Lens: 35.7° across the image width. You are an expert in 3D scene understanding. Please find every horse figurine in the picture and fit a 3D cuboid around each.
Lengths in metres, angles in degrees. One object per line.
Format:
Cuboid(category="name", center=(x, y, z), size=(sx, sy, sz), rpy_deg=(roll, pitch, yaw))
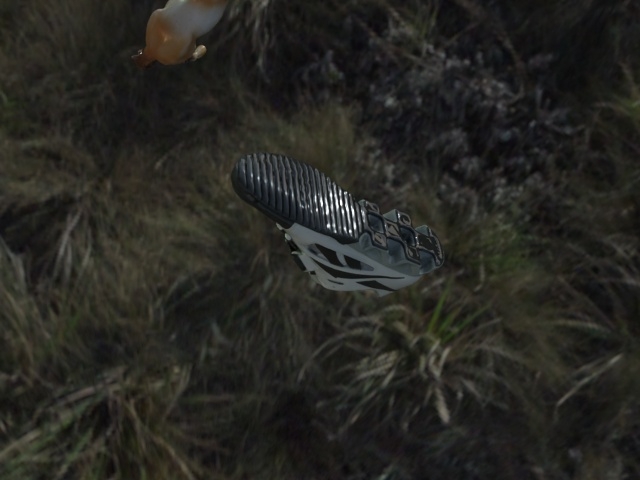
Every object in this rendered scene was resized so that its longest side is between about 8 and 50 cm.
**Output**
Cuboid(category="horse figurine", center=(-0.142, -0.277, 1.169), size=(0.066, 0.263, 0.174), rpy_deg=(47, 25, -2))

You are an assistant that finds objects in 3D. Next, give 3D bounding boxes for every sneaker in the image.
Cuboid(category="sneaker", center=(0.000, 0.000, 1.354), size=(0.330, 0.146, 0.122), rpy_deg=(27, 40, -26))
